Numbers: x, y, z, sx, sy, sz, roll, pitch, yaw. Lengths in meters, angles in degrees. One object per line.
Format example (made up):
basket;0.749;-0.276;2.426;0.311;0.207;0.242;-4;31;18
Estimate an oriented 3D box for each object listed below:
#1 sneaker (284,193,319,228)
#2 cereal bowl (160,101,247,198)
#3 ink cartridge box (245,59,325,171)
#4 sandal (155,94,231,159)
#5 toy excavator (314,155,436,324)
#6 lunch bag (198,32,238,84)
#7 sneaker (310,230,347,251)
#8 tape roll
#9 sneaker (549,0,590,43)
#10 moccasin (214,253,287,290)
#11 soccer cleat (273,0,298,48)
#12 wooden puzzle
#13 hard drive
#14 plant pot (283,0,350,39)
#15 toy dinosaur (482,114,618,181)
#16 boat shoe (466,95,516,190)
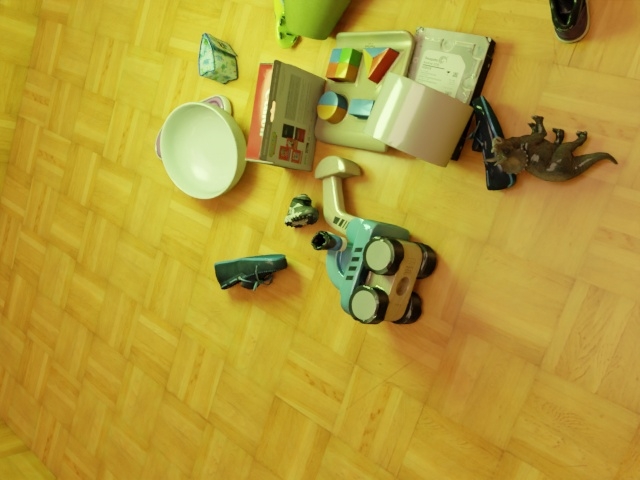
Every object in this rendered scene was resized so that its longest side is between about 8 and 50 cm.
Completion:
sneaker;-0.058;-0.103;1.852;0.234;0.078;0.106;167;115;-72
cereal bowl;-0.398;-0.326;2.073;0.339;0.141;0.339;9;110;25
ink cartridge box;-0.129;-0.392;1.838;0.130;0.272;0.309;12;95;34
sandal;-0.513;-0.442;2.200;0.416;0.102;0.169;-26;75;31
toy excavator;0.109;-0.006;1.723;0.445;0.222;0.433;24;101;41
lunch bag;-0.370;-0.659;2.093;0.096;0.129;0.151;-12;80;32
sneaker;0.000;-0.001;1.662;0.152;0.084;0.058;16;93;56
tape roll;0.253;-0.314;1.519;0.246;0.246;0.169;31;106;31
sneaker;0.610;-0.645;1.431;0.107;0.124;0.283;-9;84;33
moccasin;-0.231;0.113;1.999;0.342;0.138;0.117;-10;88;48
soccer cleat;-0.120;-0.793;1.969;0.121;0.093;0.289;-172;81;-64
wooden puzzle;0.109;-0.459;1.754;0.322;0.080;0.348;19;100;46
hard drive;0.333;-0.421;1.652;0.237;0.064;0.339;24;101;32
plant pot;-0.006;-0.789;1.796;0.275;0.275;0.293;36;125;29
toy dinosaur;0.570;-0.213;1.456;0.313;0.121;0.160;19;90;-1
boat shoe;0.441;-0.258;1.549;0.089;0.109;0.258;-20;76;32
